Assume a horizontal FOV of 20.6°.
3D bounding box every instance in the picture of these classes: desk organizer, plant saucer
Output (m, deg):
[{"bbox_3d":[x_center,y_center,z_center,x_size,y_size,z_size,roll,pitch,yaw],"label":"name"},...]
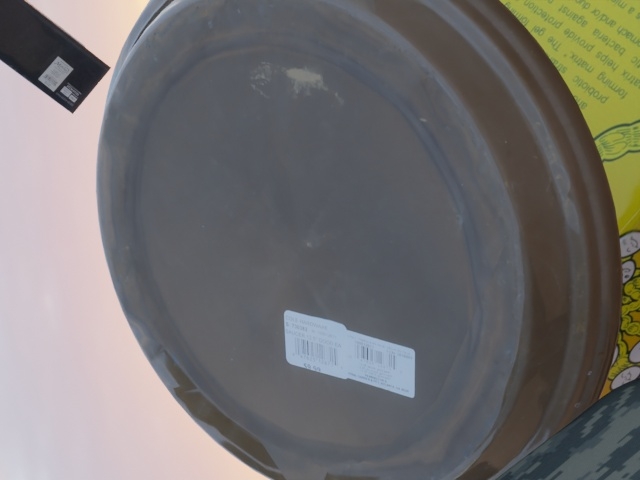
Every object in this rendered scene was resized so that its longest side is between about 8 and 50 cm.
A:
[{"bbox_3d":[-0.224,-0.155,1.315,0.130,0.047,0.050,38,-177,-39],"label":"desk organizer"},{"bbox_3d":[0.000,0.000,0.766,0.041,0.278,0.278,-27,-73,-49],"label":"plant saucer"}]

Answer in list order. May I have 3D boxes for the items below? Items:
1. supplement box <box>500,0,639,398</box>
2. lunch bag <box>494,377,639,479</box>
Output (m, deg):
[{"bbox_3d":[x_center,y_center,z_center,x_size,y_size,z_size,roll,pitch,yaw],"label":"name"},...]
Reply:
[{"bbox_3d":[0.216,-0.076,1.056,0.194,0.356,0.195,32,-170,-48],"label":"supplement box"},{"bbox_3d":[0.098,0.225,0.574,0.256,0.305,0.212,52,171,-2],"label":"lunch bag"}]
